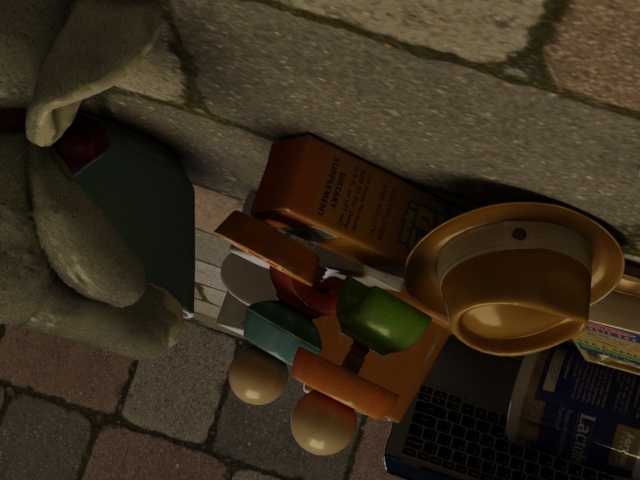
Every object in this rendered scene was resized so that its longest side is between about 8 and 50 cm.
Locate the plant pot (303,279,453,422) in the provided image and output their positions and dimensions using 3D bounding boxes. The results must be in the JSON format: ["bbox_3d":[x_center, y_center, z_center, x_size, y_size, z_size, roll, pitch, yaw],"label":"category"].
[{"bbox_3d":[0.069,0.121,1.491,0.205,0.188,0.205,18,170,3],"label":"plant pot"}]

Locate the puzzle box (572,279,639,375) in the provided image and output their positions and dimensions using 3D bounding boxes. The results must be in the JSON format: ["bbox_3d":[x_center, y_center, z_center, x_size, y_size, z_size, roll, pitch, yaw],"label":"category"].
[{"bbox_3d":[0.463,0.132,1.237,0.409,0.052,0.272,14,168,23],"label":"puzzle box"}]

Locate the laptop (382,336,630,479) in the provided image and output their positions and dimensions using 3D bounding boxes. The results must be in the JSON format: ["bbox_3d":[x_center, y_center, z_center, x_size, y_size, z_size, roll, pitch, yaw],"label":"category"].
[{"bbox_3d":[0.305,0.285,1.749,0.382,0.408,0.236,18,141,4],"label":"laptop"}]

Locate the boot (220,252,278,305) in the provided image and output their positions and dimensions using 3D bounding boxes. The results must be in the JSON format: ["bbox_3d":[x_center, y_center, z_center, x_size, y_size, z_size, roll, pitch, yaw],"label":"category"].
[{"bbox_3d":[-0.011,0.084,1.696,0.258,0.095,0.123,15,163,19],"label":"boot"}]

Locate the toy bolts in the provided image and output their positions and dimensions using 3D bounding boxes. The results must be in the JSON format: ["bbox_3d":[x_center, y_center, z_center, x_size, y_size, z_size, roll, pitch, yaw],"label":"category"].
[{"bbox_3d":[-0.040,0.088,1.123,0.218,0.158,0.228,30,176,-15],"label":"toy bolts"}]

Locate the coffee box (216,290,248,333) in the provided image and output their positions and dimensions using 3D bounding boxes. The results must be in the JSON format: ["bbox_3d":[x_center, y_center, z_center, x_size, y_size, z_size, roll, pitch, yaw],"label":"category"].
[{"bbox_3d":[-0.045,0.148,2.089,0.141,0.098,0.246,11,167,37],"label":"coffee box"}]

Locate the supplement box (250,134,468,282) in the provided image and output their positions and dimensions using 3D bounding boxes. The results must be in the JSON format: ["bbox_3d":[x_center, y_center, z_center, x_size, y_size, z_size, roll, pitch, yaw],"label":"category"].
[{"bbox_3d":[0.057,-0.017,1.103,0.233,0.078,0.080,23,166,-28],"label":"supplement box"}]

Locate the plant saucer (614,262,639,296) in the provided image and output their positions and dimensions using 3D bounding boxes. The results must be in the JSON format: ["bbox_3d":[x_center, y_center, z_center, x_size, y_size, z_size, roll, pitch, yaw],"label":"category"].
[{"bbox_3d":[0.289,0.035,1.132,0.083,0.015,0.083,18,171,3],"label":"plant saucer"}]

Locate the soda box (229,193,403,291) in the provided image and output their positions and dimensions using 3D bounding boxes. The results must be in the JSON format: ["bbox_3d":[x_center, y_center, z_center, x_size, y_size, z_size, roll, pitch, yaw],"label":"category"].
[{"bbox_3d":[0.000,0.000,1.298,0.216,0.074,0.069,8,165,46],"label":"soda box"}]

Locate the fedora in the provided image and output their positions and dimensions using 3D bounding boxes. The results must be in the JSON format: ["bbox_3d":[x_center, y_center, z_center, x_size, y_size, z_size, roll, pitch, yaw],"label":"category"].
[{"bbox_3d":[0.170,0.047,1.034,0.194,0.079,0.194,0,143,0],"label":"fedora"}]

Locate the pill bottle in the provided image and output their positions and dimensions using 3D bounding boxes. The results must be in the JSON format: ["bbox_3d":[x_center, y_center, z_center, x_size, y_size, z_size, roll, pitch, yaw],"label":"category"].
[{"bbox_3d":[0.403,0.244,1.650,0.264,0.153,0.153,15,169,17],"label":"pill bottle"}]

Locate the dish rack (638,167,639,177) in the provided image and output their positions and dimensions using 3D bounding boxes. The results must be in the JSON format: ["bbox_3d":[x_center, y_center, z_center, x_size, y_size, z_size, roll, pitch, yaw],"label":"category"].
[{"bbox_3d":[0.370,0.012,0.721,0.333,0.072,0.285,19,171,3],"label":"dish rack"}]

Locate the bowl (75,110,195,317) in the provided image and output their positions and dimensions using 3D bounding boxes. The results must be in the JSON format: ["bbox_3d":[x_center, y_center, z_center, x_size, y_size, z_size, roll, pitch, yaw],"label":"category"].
[{"bbox_3d":[-0.261,-0.040,1.306,0.311,0.163,0.311,18,169,4],"label":"bowl"}]

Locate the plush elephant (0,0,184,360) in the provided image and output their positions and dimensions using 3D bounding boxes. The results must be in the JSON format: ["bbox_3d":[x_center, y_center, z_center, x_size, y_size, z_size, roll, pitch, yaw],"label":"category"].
[{"bbox_3d":[-0.229,-0.082,0.870,0.272,0.255,0.330,25,180,17],"label":"plush elephant"}]
